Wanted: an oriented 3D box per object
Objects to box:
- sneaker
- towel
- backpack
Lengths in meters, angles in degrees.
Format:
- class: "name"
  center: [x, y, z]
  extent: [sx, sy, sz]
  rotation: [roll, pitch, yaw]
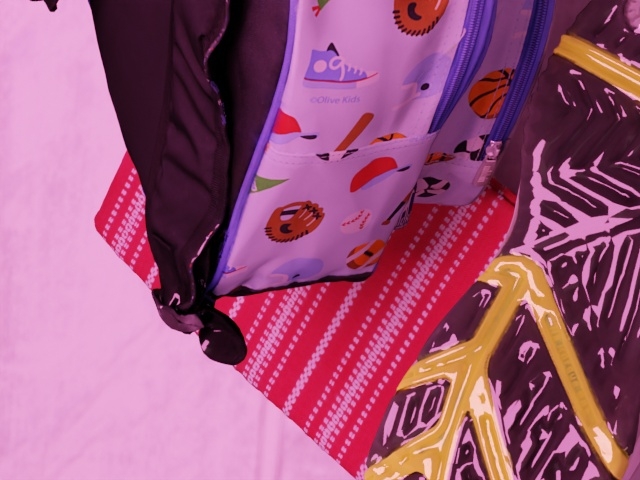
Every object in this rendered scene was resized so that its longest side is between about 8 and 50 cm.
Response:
- class: "sneaker"
  center: [0.159, 0.001, 0.844]
  extent: [0.145, 0.147, 0.384]
  rotation: [37, 97, 26]
- class: "towel"
  center: [0.000, 0.000, 1.000]
  extent: [0.275, 0.031, 0.199]
  rotation: [41, 118, 23]
- class: "backpack"
  center: [-0.009, -0.128, 0.833]
  extent: [0.263, 0.213, 0.276]
  rotation: [107, 143, -54]
